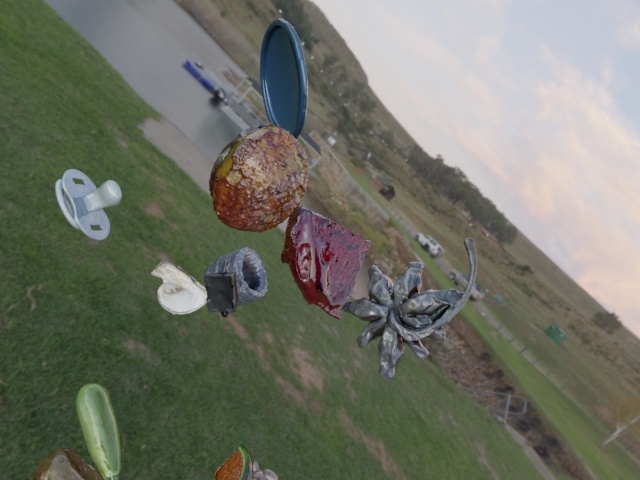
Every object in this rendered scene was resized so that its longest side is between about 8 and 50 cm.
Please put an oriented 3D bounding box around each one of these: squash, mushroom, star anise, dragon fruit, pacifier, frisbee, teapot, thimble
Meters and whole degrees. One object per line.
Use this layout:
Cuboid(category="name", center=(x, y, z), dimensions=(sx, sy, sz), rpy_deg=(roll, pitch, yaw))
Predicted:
Cuboid(category="squash", center=(-0.793, 0.698, 1.538), dimensions=(0.370, 0.118, 0.118), rpy_deg=(61, 14, 18))
Cuboid(category="mushroom", center=(-0.550, 0.198, 1.633), dimensions=(0.236, 0.162, 0.173), rpy_deg=(38, -20, -9))
Cuboid(category="star anise", center=(0.192, 0.152, 1.008), dimensions=(0.316, 0.359, 0.139), rpy_deg=(6, -14, 27))
Cuboid(category="dragon fruit", center=(0.000, 0.000, 1.150), dimensions=(0.302, 0.240, 0.330), rpy_deg=(56, -2, 39))
Cuboid(category="pacifier", center=(-0.825, -0.145, 1.552), dimensions=(0.227, 0.207, 0.279), rpy_deg=(-77, 147, -88))
Cuboid(category="frisbee", center=(-0.082, -0.391, 1.053), dimensions=(0.289, 0.049, 0.289), rpy_deg=(43, -41, 52))
Cuboid(category="teapot", center=(-0.296, 0.148, 1.305), dimensions=(0.096, 0.087, 0.177), rpy_deg=(-79, 167, -76))
Cuboid(category="thimble", center=(-0.309, 0.145, 1.547), dimensions=(0.236, 0.172, 0.205), rpy_deg=(-56, 125, -74))

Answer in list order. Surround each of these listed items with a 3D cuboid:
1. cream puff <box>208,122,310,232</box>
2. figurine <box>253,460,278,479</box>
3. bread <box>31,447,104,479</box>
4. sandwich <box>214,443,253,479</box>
Cuboid(category="cream puff", center=(-0.118, -0.125, 0.891), dimensions=(0.164, 0.240, 0.240), rpy_deg=(36, 3, 29))
Cuboid(category="figurine", center=(-0.207, 0.841, 1.435), dimensions=(0.125, 0.138, 0.125), rpy_deg=(8, 8, -1))
Cuboid(category="bread", center=(-0.701, 0.691, 1.182), dimensions=(0.230, 0.123, 0.230), rpy_deg=(33, -31, 22))
Cuboid(category="sandwich", center=(-0.142, 0.391, 0.701), dimensions=(0.026, 0.069, 0.101), rpy_deg=(58, 3, -31))
